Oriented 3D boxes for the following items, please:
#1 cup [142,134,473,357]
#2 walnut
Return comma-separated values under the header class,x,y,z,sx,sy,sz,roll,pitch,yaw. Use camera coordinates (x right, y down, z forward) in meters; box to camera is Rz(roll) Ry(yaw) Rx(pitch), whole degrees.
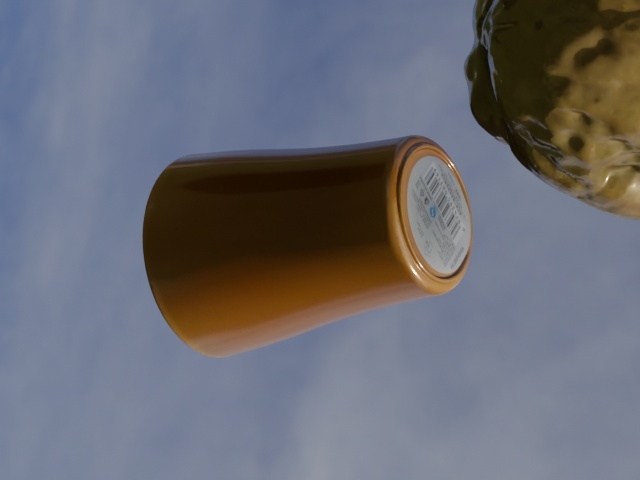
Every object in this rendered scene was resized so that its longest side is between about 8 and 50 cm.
class,x,y,z,sx,sy,sz,roll,pitch,yaw
cup,0.000,0.000,1.344,0.264,0.226,0.182,-10,-100,34
walnut,0.235,-0.135,1.103,0.224,0.257,0.257,-173,-93,-79
